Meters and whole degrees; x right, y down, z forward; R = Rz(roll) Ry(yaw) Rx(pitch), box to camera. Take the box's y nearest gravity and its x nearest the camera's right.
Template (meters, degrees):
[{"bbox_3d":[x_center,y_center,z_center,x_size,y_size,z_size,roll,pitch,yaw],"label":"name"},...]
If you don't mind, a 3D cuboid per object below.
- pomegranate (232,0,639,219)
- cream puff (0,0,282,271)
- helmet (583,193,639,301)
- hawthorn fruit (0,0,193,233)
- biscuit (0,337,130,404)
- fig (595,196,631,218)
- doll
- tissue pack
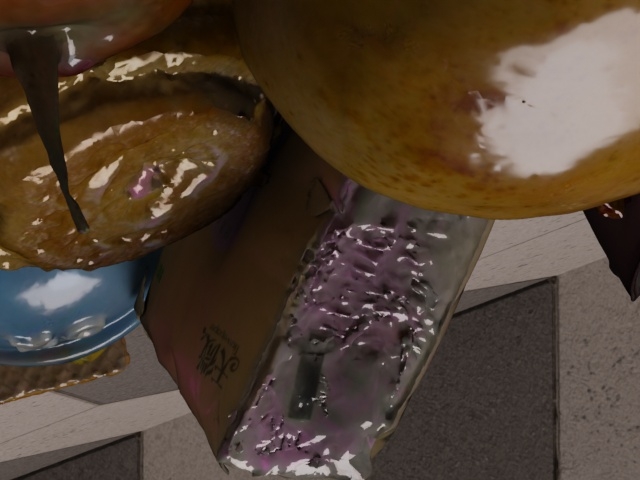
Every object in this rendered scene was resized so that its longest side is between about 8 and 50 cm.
[{"bbox_3d":[0.076,-0.116,0.619,0.233,0.233,0.233,-18,170,-3],"label":"pomegranate"},{"bbox_3d":[-0.101,-0.072,0.786,0.189,0.129,0.189,-24,161,-9],"label":"cream puff"},{"bbox_3d":[0.281,-0.105,1.098,0.271,0.197,0.338,-37,169,39],"label":"helmet"},{"bbox_3d":[-0.096,-0.108,0.493,0.149,0.189,0.149,5,-172,-1],"label":"hawthorn fruit"},{"bbox_3d":[-0.348,0.113,1.456,0.379,0.094,0.054,-12,174,-29],"label":"biscuit"},{"bbox_3d":[0.133,-0.117,0.820,0.133,0.185,0.126,-2,141,-44],"label":"fig"},{"bbox_3d":[-0.171,0.012,1.086,0.177,0.141,0.314,-16,173,-1],"label":"doll"},{"bbox_3d":[0.000,0.000,0.895,0.123,0.215,0.257,21,-175,-19],"label":"tissue pack"}]
